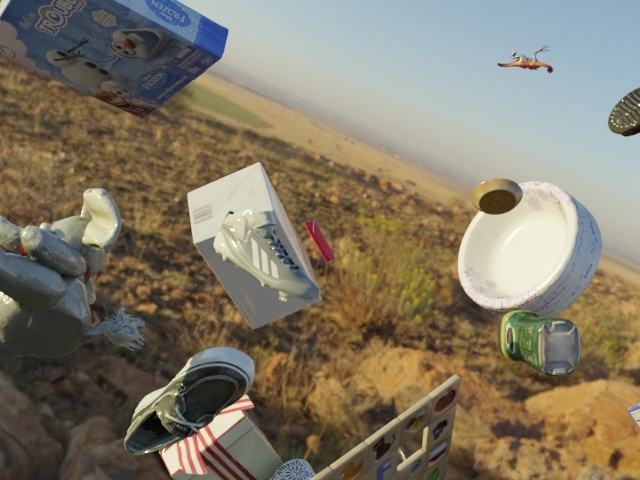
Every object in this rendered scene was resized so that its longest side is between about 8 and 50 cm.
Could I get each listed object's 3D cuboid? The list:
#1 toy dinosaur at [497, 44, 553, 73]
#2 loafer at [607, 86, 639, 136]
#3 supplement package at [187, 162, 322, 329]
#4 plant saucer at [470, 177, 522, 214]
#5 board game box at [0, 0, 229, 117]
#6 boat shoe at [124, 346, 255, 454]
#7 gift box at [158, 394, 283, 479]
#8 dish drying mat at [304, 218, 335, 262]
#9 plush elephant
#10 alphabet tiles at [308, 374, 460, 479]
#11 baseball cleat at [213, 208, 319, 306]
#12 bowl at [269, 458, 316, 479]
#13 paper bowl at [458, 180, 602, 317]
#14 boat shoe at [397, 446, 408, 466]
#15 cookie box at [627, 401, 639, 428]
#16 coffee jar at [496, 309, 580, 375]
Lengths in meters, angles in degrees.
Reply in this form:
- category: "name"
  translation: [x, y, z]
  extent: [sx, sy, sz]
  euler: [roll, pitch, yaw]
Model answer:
- category: "toy dinosaur"
  translation: [0.406, -0.337, 1.311]
  extent: [0.082, 0.090, 0.047]
  euler: [47, -11, 46]
- category: "loafer"
  translation: [0.643, -0.255, 1.250]
  extent: [0.078, 0.220, 0.080]
  euler: [41, 25, -43]
- category: "supplement package"
  translation: [-0.139, 0.018, 1.458]
  extent: [0.177, 0.175, 0.293]
  euler: [-110, 175, -49]
- category: "plant saucer"
  translation: [0.289, -0.067, 1.110]
  extent: [0.083, 0.083, 0.015]
  euler: [21, 48, -17]
- category: "board game box"
  translation: [-0.107, -0.099, 0.333]
  extent: [0.090, 0.020, 0.090]
  euler: [22, -24, -33]
- category: "boat shoe"
  translation: [-0.242, 0.313, 1.246]
  extent: [0.121, 0.335, 0.119]
  euler: [39, 36, -17]
- category: "gift box"
  translation: [-0.262, 0.514, 1.729]
  extent: [0.276, 0.255, 0.258]
  euler: [28, -26, 52]
- category: "dish drying mat"
  translation: [0.000, 0.000, 1.251]
  extent: [0.032, 0.008, 0.083]
  euler: [-28, 87, -54]
- category: "plush elephant"
  translation: [-0.448, 0.045, 1.103]
  extent: [0.330, 0.272, 0.255]
  euler: [14, 36, -29]
- category: "alphabet tiles"
  translation: [0.041, 0.252, 0.639]
  extent: [0.237, 0.198, 0.009]
  euler: [-26, 44, -30]
- category: "baseball cleat"
  translation: [-0.079, 0.015, 1.051]
  extent: [0.206, 0.109, 0.072]
  euler: [27, 10, 22]
- category: "bowl"
  translation: [-0.052, 0.647, 1.705]
  extent: [0.170, 0.170, 0.080]
  euler: [14, -3, -43]
- category: "paper bowl"
  translation: [0.436, 0.032, 1.387]
  extent: [0.148, 0.284, 0.284]
  euler: [28, 8, -30]
- category: "boat shoe"
  translation: [0.217, 0.625, 1.552]
  extent: [0.355, 0.130, 0.132]
  euler: [62, -16, 17]
- category: "cookie box"
  translation: [0.346, 0.174, 0.599]
  extent: [0.107, 0.092, 0.040]
  euler: [62, -5, 22]
- category: "coffee jar"
  translation: [0.377, 0.175, 1.192]
  extent: [0.079, 0.096, 0.184]
  euler: [-1, 1, -9]
